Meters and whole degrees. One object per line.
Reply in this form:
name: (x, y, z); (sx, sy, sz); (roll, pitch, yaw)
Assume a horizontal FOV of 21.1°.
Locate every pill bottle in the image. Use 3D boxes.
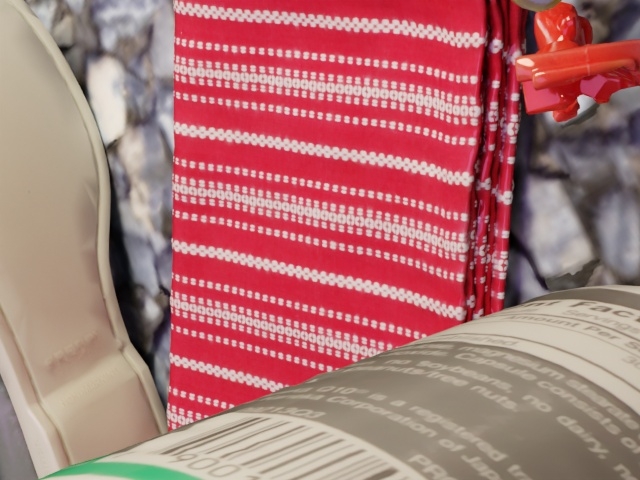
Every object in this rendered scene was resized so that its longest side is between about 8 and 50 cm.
pill bottle: (0.062, 0.127, 0.540); (0.204, 0.361, 0.204); (10, 106, 39)

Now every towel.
towel: (0.000, 0.000, 0.788); (0.199, 0.031, 0.275); (15, 109, 39)

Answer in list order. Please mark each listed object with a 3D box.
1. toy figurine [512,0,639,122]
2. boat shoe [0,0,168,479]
toy figurine: (0.154, -0.231, 0.567); (0.217, 0.191, 0.363); (-7, 88, 12)
boat shoe: (-0.164, 0.024, 0.881); (0.099, 0.116, 0.319); (-13, 96, 38)
